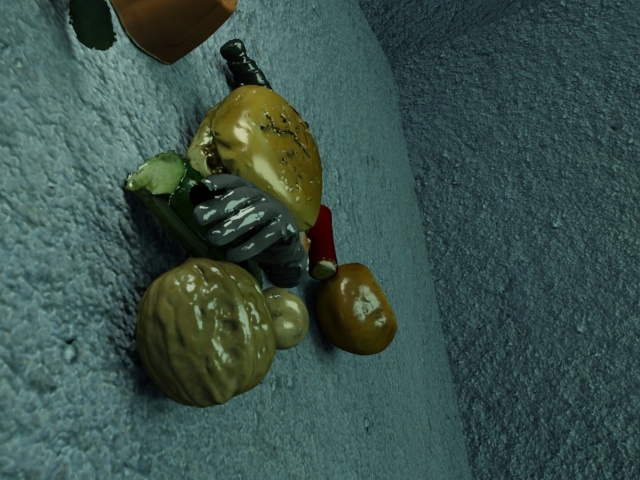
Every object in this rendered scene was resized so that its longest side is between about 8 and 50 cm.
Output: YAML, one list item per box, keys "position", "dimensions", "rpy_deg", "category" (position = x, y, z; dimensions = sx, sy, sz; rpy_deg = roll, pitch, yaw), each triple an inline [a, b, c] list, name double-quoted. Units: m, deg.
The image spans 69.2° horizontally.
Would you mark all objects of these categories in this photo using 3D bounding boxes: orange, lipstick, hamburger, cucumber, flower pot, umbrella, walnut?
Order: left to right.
- position: [-0.255, -0.447, 0.841]
  dimensions: [0.190, 0.173, 0.191]
  rpy_deg: [47, 34, -46]
  category: "flower pot"
- position: [-0.164, 0.127, 0.674]
  dimensions: [0.213, 0.213, 0.214]
  rpy_deg: [46, 36, -49]
  category: "walnut"
- position: [-0.174, -0.003, 0.795]
  dimensions: [0.105, 0.145, 0.325]
  rpy_deg: [-52, 134, -25]
  category: "cucumber"
- position: [-0.112, -0.154, 0.944]
  dimensions: [0.284, 0.174, 0.305]
  rpy_deg: [44, 37, -35]
  category: "hamburger"
- position: [-0.123, -0.333, 1.150]
  dimensions: [0.106, 0.113, 0.358]
  rpy_deg: [-58, 133, -32]
  category: "umbrella"
- position: [0.000, 0.000, 1.214]
  dimensions: [0.080, 0.080, 0.241]
  rpy_deg: [57, 17, -37]
  category: "lipstick"
- position: [0.080, 0.182, 1.213]
  dimensions: [0.249, 0.183, 0.249]
  rpy_deg: [57, 10, -16]
  category: "orange"

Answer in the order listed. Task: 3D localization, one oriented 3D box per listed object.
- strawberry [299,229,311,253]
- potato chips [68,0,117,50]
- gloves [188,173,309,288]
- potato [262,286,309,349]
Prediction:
- position: [-0.077, 0.021, 1.077]
  dimensions: [0.147, 0.082, 0.187]
  rpy_deg: [53, 37, -45]
  category: "strawberry"
- position: [-0.334, -0.393, 0.652]
  dimensions: [0.059, 0.167, 0.229]
  rpy_deg: [-9, 77, -26]
  category: "potato chips"
- position: [-0.100, -0.014, 0.691]
  dimensions: [0.119, 0.142, 0.285]
  rpy_deg: [-68, 155, -10]
  category: "gloves"
- position: [-0.084, 0.162, 0.944]
  dimensions: [0.147, 0.111, 0.112]
  rpy_deg: [60, 27, -25]
  category: "potato"
